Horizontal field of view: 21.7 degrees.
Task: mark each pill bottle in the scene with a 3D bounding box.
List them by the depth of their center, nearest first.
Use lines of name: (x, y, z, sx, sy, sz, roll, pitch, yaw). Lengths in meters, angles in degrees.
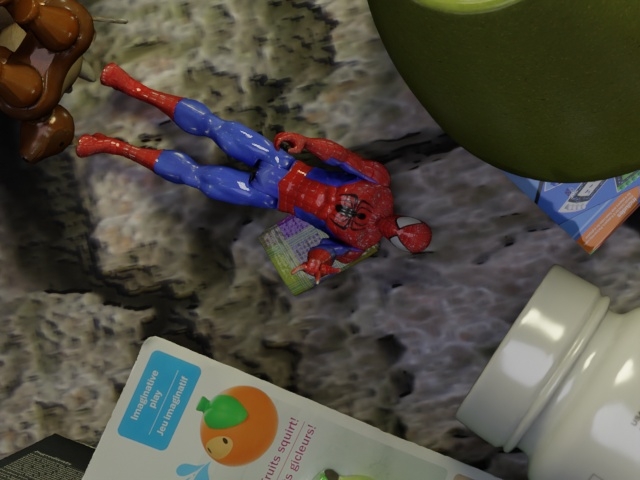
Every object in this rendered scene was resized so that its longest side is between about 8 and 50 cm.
pill bottle: (0.248, 0.147, 1.177, 0.283, 0.160, 0.160, 34, 100, 7)

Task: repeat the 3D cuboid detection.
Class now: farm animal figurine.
farm animal figurine: (-0.256, -0.176, 1.246, 0.330, 0.172, 0.326, 2, 74, 36)

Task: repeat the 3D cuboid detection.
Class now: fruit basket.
fruit basket: (-0.031, 0.276, 1.170, 0.353, 0.165, 0.327, 25, 91, -29)

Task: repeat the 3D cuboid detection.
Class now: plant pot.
plant pot: (0.137, -0.187, 1.080, 0.275, 0.293, 0.274, -1, 86, 19)

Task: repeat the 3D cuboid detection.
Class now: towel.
towel: (0.000, 0.000, 1.293, 0.083, 0.009, 0.060, -31, 89, 13)

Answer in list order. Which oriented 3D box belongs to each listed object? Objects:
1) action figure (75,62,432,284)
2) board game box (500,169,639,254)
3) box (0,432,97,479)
action figure: (-0.054, -0.047, 1.231, 0.280, 0.139, 0.091, 21, 98, 10)
board game box: (0.244, -0.139, 1.222, 0.145, 0.027, 0.281, 44, 101, 7)
box: (-0.210, 0.247, 1.255, 0.108, 0.207, 0.153, 19, 99, 11)
